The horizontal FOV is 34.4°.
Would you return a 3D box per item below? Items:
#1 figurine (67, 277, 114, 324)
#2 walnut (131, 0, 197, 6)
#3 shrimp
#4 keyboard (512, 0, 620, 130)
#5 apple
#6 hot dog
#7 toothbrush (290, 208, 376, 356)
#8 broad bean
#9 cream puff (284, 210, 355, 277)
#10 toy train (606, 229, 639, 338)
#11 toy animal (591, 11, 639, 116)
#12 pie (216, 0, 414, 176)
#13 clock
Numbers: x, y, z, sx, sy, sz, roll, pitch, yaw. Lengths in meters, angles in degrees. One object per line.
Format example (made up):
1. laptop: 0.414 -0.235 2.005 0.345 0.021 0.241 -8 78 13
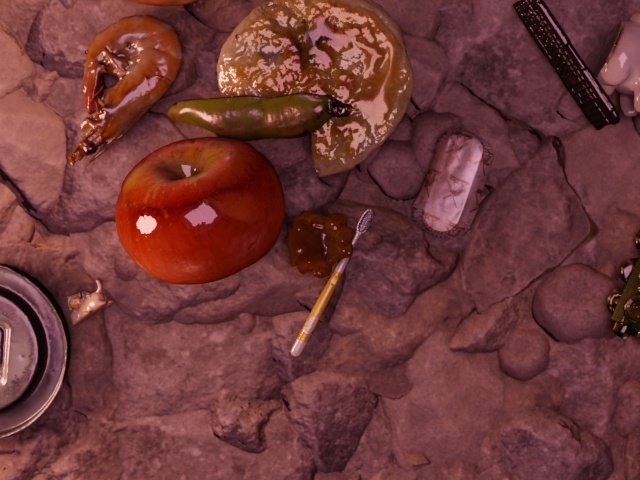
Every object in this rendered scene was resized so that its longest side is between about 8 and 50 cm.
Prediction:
1. figurine: -0.400 0.105 1.770 0.083 0.047 0.050 -31 79 7
2. walnut: -0.230 -0.519 1.607 0.344 0.306 0.306 -26 94 0
3. shrimp: -0.353 -0.259 1.737 0.152 0.063 0.287 41 88 -1
4. keyboard: 0.411 -0.299 1.734 0.016 0.106 0.262 -36 94 -9
5. apple: -0.192 -0.042 1.666 0.272 0.251 0.206 -21 122 -10
6. hot dog: 0.228 -0.096 1.765 0.108 0.059 0.191 20 96 11
7. toothbrush: 0.021 0.074 1.785 0.021 0.024 0.288 28 92 -5
8. broad bean: -0.096 -0.202 1.687 0.339 0.061 0.077 -1 123 16
9. cream puff: 0.000 0.000 1.750 0.122 0.094 0.116 -33 91 36
10. toy train: 0.588 0.076 1.773 0.137 0.090 0.225 25 91 -11
11. toy animal: 0.560 -0.291 1.730 0.193 0.127 0.178 17 91 0
12. pie: -0.006 -0.280 1.739 0.338 0.075 0.337 0 93 0
13. clock: -0.580 0.186 1.756 0.313 0.061 0.312 0 93 -2
